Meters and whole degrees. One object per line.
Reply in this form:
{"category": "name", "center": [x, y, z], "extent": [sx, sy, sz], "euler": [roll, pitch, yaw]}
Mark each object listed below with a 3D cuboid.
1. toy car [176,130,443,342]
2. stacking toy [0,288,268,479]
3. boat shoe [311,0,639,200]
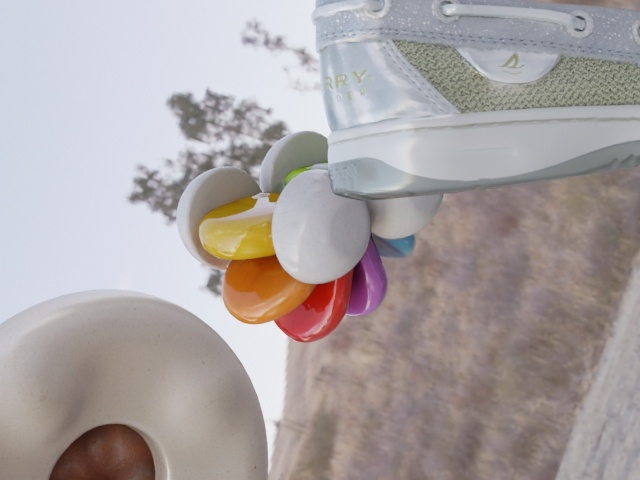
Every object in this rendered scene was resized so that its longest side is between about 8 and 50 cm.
{"category": "toy car", "center": [0.000, 0.000, 0.711], "extent": [0.182, 0.159, 0.136], "euler": [-29, -67, -36]}
{"category": "stacking toy", "center": [-0.313, 0.212, 1.029], "extent": [0.350, 0.480, 0.350], "euler": [-2, -87, -38]}
{"category": "boat shoe", "center": [0.151, -0.089, 0.489], "extent": [0.118, 0.320, 0.103], "euler": [-177, 77, -74]}
